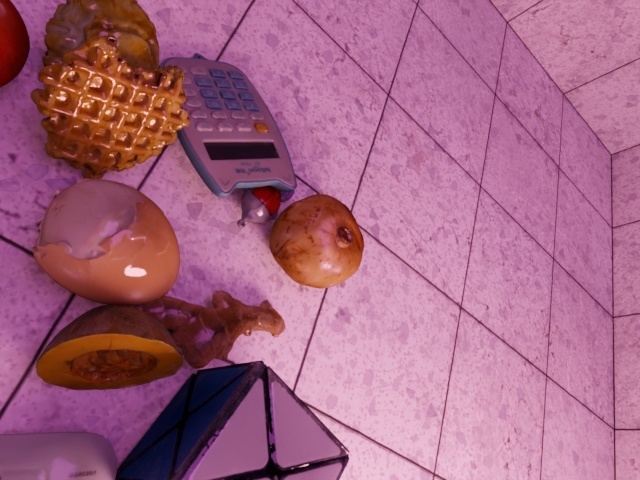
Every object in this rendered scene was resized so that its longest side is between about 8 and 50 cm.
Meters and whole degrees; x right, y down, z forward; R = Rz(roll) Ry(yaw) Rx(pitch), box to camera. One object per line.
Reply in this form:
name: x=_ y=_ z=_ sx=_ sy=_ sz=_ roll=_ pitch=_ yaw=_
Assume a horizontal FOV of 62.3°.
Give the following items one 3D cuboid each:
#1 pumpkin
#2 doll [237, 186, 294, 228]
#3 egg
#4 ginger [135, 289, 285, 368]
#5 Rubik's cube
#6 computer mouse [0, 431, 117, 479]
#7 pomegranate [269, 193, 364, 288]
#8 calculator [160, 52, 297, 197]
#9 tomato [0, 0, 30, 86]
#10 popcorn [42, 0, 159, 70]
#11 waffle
pumpkin: x=-0.335 y=0.165 z=0.862 sx=0.217 sy=0.217 sz=0.110 roll=21 pitch=39 yaw=-35
doll: x=-0.126 y=-0.098 z=1.207 sx=0.102 sy=0.075 sz=0.227 roll=48 pitch=46 yaw=-17
egg: x=-0.347 y=0.011 z=0.895 sx=0.244 sy=0.201 sz=0.201 roll=47 pitch=49 yaw=-35
ginger: x=-0.200 y=0.169 z=1.055 sx=0.333 sy=0.081 sz=0.148 roll=-1 pitch=60 yaw=-42
Rubik's cube: x=-0.147 y=0.387 z=0.898 sx=0.255 sy=0.260 sz=0.259 roll=49 pitch=52 yaw=-16
computer mouse: x=-0.424 y=0.352 z=0.795 sx=0.231 sy=0.079 sz=0.128 roll=9 pitch=67 yaw=-36
pomegranate: x=0.000 y=0.000 z=1.194 sx=0.215 sy=0.215 sz=0.215 roll=15 pitch=66 yaw=-37
calculator: x=-0.209 y=-0.260 z=1.167 sx=0.256 sy=0.054 sz=0.386 roll=-10 pitch=70 yaw=-41
tomato: x=-0.576 y=-0.335 z=0.855 sx=0.195 sy=0.136 sz=0.195 roll=15 pitch=67 yaw=-38
popcorn: x=-0.399 y=-0.364 z=0.995 sx=0.204 sy=0.183 sz=0.221 roll=37 pitch=44 yaw=-64
waffle: x=-0.361 y=-0.234 z=0.938 sx=0.291 sy=0.291 sz=0.051 roll=-10 pitch=44 yaw=-43
